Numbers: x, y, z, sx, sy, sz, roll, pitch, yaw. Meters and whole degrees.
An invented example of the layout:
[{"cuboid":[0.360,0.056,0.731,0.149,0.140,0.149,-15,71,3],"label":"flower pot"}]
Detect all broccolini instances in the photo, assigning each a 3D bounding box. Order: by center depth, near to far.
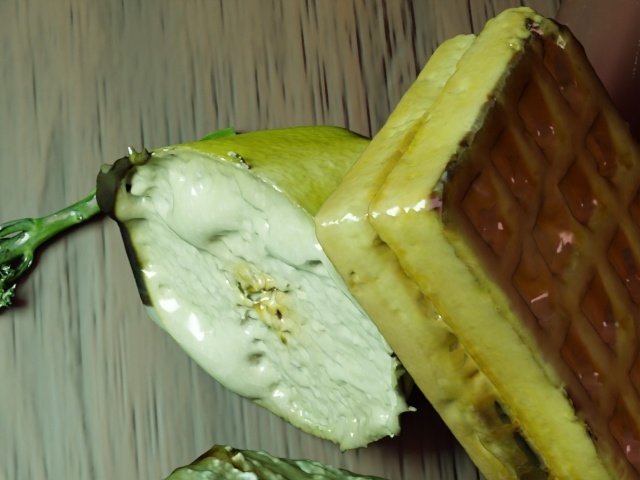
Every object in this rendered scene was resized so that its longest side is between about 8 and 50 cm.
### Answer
[{"cuboid":[-0.173,-0.020,1.232,0.254,0.057,0.071,-28,118,-3],"label":"broccolini"}]

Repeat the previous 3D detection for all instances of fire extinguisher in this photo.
[{"cuboid":[0.204,-0.137,1.235,0.105,0.105,0.269,19,76,7],"label":"fire extinguisher"}]

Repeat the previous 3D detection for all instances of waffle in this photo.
[{"cuboid":[0.151,0.042,1.069,0.328,0.098,0.224,55,46,-23],"label":"waffle"}]

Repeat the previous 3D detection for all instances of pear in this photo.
[{"cuboid":[0.002,0.001,1.157,0.267,0.267,0.178,42,56,12],"label":"pear"}]

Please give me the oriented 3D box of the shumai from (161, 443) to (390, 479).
[{"cuboid":[-0.009,0.332,1.024,0.324,0.397,0.323,27,107,28],"label":"shumai"}]
